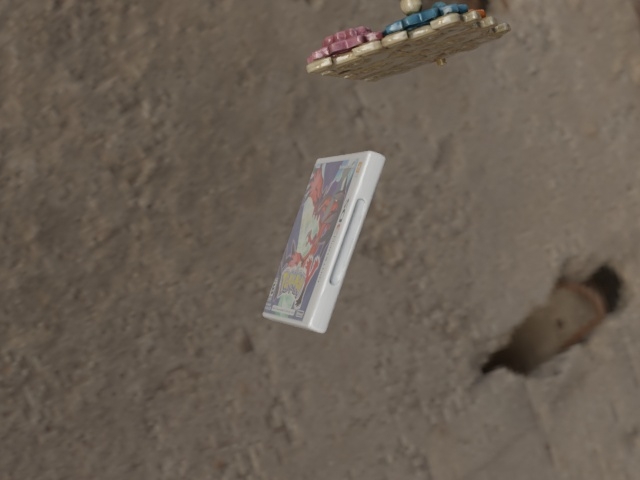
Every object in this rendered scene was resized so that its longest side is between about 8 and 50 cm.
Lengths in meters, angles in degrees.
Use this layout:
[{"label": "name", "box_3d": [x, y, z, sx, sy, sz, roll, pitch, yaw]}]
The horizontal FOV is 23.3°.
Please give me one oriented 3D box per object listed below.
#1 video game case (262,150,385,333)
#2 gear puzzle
[{"label": "video game case", "box_3d": [0.000, 0.000, 1.584, 0.023, 0.201, 0.183, 20, 85, -14]}, {"label": "gear puzzle", "box_3d": [0.105, -0.214, 1.629, 0.339, 0.175, 0.044, -12, 85, -72]}]
